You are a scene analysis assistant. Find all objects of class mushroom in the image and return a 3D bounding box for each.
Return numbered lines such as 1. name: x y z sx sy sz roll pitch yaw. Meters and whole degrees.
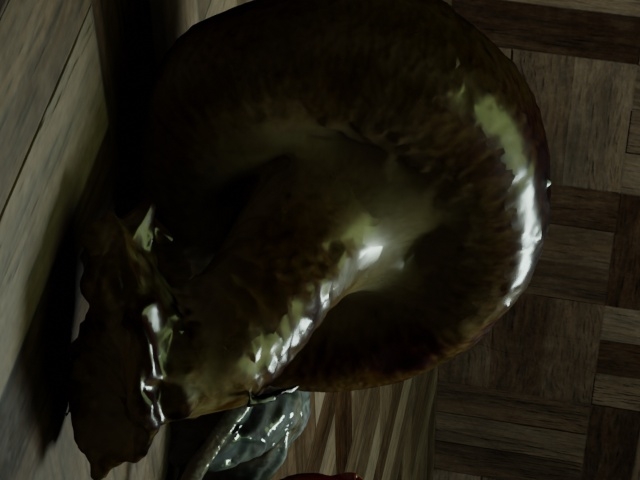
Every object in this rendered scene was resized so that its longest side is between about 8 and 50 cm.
1. mushroom: 0.002 -0.022 1.394 0.356 0.334 0.331 -86 -179 -73

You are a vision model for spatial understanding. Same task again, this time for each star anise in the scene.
1. star anise: -0.053 0.130 1.694 0.316 0.139 0.359 -12 119 -76

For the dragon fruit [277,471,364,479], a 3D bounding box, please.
1. dragon fruit: -0.009 0.262 1.725 0.136 0.166 0.133 97 -15 -53
